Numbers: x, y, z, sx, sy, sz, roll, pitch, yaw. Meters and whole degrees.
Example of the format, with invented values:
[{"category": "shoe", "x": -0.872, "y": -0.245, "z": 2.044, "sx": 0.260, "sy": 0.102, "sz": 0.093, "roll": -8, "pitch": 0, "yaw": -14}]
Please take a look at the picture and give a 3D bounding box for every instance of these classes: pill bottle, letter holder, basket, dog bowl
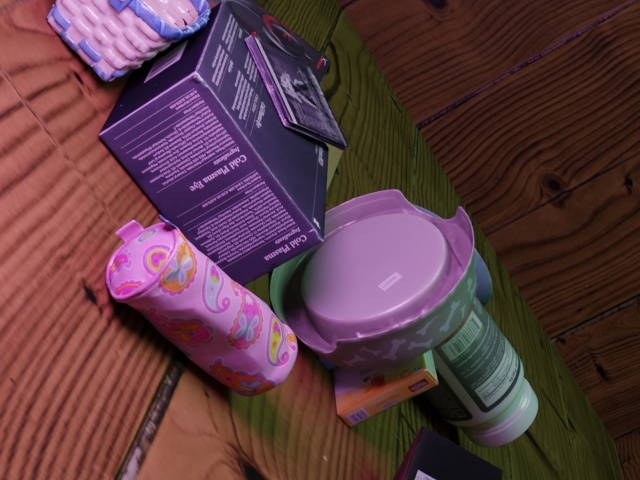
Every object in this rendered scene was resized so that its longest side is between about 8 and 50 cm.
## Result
[{"category": "pill bottle", "x": 0.287, "y": 0.249, "z": 2.214, "sx": 0.363, "sy": 0.210, "sz": 0.210, "roll": 52, "pitch": 18, "yaw": -28}, {"category": "letter holder", "x": 0.151, "y": 0.455, "z": 1.630, "sx": 0.152, "sy": 0.214, "sz": 0.302, "roll": 29, "pitch": 17, "yaw": 5}, {"category": "basket", "x": -0.243, "y": -0.381, "z": 1.557, "sx": 0.201, "sy": 0.289, "sz": 0.254, "roll": 50, "pitch": 18, "yaw": -10}, {"category": "dog bowl", "x": 0.096, "y": 0.066, "z": 1.764, "sx": 0.348, "sy": 0.349, "sz": 0.102, "roll": -98, "pitch": 165, "yaw": -51}]

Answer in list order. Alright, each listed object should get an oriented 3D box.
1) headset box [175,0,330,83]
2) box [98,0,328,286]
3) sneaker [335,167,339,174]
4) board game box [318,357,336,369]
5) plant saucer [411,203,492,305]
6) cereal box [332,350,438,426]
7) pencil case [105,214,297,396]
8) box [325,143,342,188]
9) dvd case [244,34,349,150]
[{"category": "headset box", "x": -0.145, "y": -0.332, "z": 1.921, "sx": 0.293, "sy": 0.110, "sz": 0.218, "roll": 37, "pitch": 32, "yaw": -10}, {"category": "box", "x": -0.146, "y": -0.149, "z": 1.659, "sx": 0.312, "sy": 0.179, "sz": 0.343, "roll": 53, "pitch": 18, "yaw": -22}, {"category": "sneaker", "x": -0.008, "y": -0.197, "z": 2.375, "sx": 0.170, "sy": 0.051, "sz": 0.089, "roll": 58, "pitch": 16, "yaw": -23}, {"category": "board game box", "x": 0.089, "y": 0.115, "z": 1.848, "sx": 0.039, "sy": 0.212, "sz": 0.160, "roll": 52, "pitch": 18, "yaw": -34}, {"category": "plant saucer", "x": 0.236, "y": 0.049, "z": 2.387, "sx": 0.043, "sy": 0.318, "sz": 0.317, "roll": -47, "pitch": 113, "yaw": -27}, {"category": "cereal box", "x": 0.100, "y": 0.187, "z": 1.836, "sx": 0.047, "sy": 0.173, "sz": 0.240, "roll": 49, "pitch": 19, "yaw": -32}, {"category": "pencil case", "x": -0.148, "y": 0.088, "z": 1.366, "sx": 0.284, "sy": 0.124, "sz": 0.124, "roll": 45, "pitch": 23, "yaw": -39}, {"category": "box", "x": -0.022, "y": -0.195, "z": 2.261, "sx": 0.164, "sy": 0.021, "sz": 0.201, "roll": 52, "pitch": 38, "yaw": -28}, {"category": "dvd case", "x": -0.036, "y": -0.237, "z": 1.769, "sx": 0.221, "sy": 0.018, "sz": 0.164, "roll": 14, "pitch": 49, "yaw": -64}]
